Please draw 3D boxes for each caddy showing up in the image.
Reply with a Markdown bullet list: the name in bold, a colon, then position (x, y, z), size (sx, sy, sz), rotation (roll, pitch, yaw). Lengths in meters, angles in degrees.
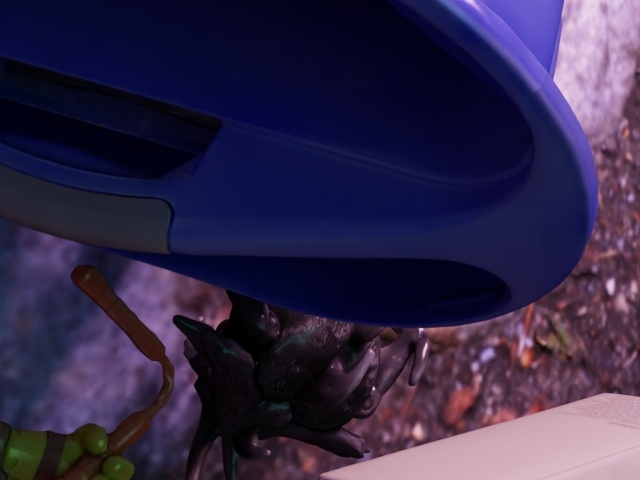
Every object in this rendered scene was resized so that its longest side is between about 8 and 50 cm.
- **caddy**: position (-0.062, -0.079, 0.448), size (0.241, 0.341, 0.179), rotation (82, 28, -61)

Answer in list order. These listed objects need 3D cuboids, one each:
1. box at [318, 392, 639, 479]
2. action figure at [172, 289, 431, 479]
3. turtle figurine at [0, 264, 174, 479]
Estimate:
- **box**: position (0.135, 0.165, 0.760), size (0.275, 0.113, 0.094), rotation (-7, 97, -40)
- **action figure**: position (0.000, 0.000, 0.623), size (0.164, 0.141, 0.276), rotation (42, 78, -41)
- **turtle figurine**: position (-0.204, 0.086, 0.477), size (0.269, 0.087, 0.217), rotation (22, 81, -29)
